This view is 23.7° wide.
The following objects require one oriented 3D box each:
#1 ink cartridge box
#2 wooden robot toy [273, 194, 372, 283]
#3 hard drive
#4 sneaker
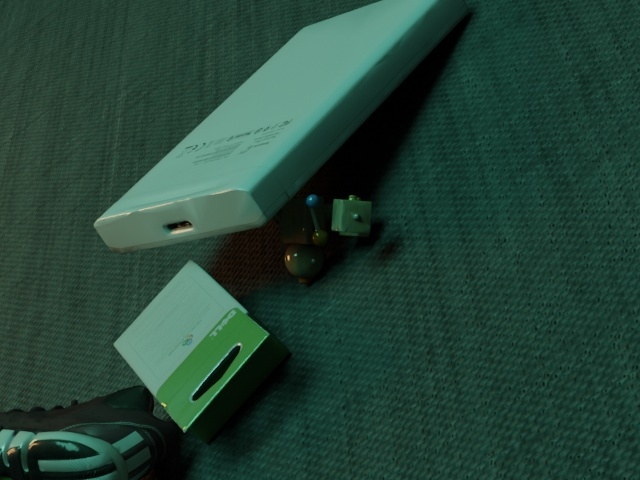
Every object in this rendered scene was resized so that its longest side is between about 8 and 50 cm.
[{"bbox_3d":[-0.097,0.103,1.329,0.109,0.062,0.209,-47,28,-4],"label":"ink cartridge box"},{"bbox_3d":[0.000,0.000,1.359,0.173,0.076,0.079,3,90,58],"label":"wooden robot toy"},{"bbox_3d":[-0.034,-0.120,1.469,0.233,0.047,0.353,-10,30,47],"label":"hard drive"},{"bbox_3d":[-0.239,0.185,1.342,0.281,0.106,0.162,1,16,36],"label":"sneaker"}]
